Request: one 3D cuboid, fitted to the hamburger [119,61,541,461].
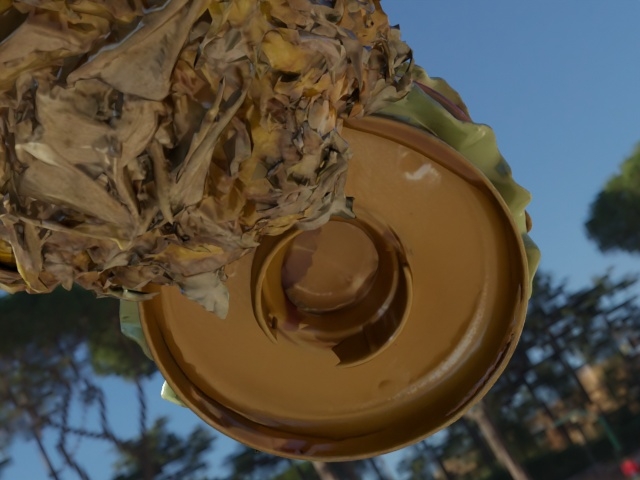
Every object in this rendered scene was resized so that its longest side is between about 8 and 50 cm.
[{"bbox_3d":[0.000,0.000,0.988,0.274,0.274,0.212,-31,18,6],"label":"hamburger"}]

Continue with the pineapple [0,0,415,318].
[{"bbox_3d":[-0.101,-0.143,0.718,0.352,0.300,0.352,-4,-41,-3],"label":"pineapple"}]
